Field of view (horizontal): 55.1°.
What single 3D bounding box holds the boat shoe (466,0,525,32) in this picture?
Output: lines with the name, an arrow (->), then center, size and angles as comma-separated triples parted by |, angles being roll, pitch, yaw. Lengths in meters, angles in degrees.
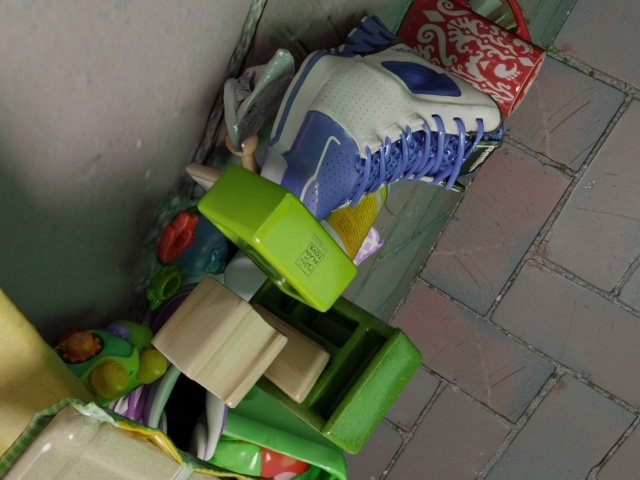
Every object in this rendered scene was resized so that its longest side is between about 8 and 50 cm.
boat shoe -> 0.188, -0.238, 0.911 | 0.302, 0.103, 0.113 | -60, 165, 8

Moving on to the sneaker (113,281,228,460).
sneaker -> -0.153, 0.195, 0.589 | 0.161, 0.102, 0.282 | -114, -142, -64

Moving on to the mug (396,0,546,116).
mug -> 0.197, -0.252, 0.784 | 0.113, 0.169, 0.150 | -43, 160, -43

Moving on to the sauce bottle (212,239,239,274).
sauce bottle -> -0.084, 0.015, 0.676 | 0.042, 0.042, 0.128 | -63, 166, 18

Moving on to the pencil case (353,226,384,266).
pencil case -> 0.010, 0.047, 0.954 | 0.206, 0.088, 0.086 | -51, 166, -28

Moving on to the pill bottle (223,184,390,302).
pill bottle -> -0.012, -0.014, 0.637 | 0.208, 0.118, 0.117 | -57, 169, -43

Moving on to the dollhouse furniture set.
dollhouse furniture set -> -0.107, 0.116, 0.395 | 0.301, 0.151, 0.197 | -51, 130, -13

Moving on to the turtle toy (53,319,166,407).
turtle toy -> -0.178, 0.102, 0.496 | 0.095, 0.066, 0.130 | -34, 171, 17

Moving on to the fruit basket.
fruit basket -> -0.135, 0.383, 0.890 | 0.392, 0.283, 0.392 | 19, 90, -87

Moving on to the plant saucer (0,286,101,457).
plant saucer -> -0.250, 0.192, 0.294 | 0.332, 0.081, 0.332 | 86, 27, -53

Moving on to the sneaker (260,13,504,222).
sneaker -> 0.074, -0.103, 0.576 | 0.315, 0.182, 0.127 | -58, 171, -47

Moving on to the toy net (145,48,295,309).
toy net -> -0.091, -0.056, 0.513 | 0.122, 0.045, 0.232 | -25, 143, -61
